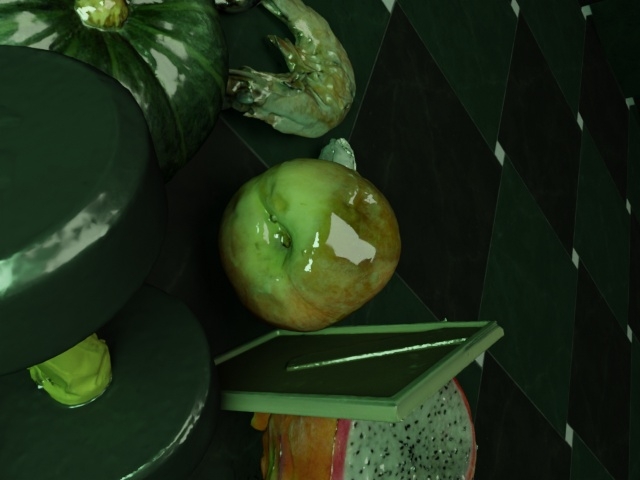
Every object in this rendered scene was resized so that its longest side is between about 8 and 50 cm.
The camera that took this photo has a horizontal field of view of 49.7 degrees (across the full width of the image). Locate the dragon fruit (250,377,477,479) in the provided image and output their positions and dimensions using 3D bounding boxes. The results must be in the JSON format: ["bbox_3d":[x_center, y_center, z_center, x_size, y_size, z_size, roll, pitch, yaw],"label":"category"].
[{"bbox_3d":[0.042,0.264,0.865,0.291,0.189,0.290,9,77,-43],"label":"dragon fruit"}]

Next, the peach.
[{"bbox_3d":[0.000,0.000,0.845,0.236,0.214,0.214,-10,89,-61],"label":"peach"}]

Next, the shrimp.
[{"bbox_3d":[-0.061,-0.253,0.943,0.360,0.085,0.246,-26,93,-55],"label":"shrimp"}]

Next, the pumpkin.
[{"bbox_3d":[-0.228,-0.171,0.598,0.300,0.207,0.299,5,83,-38],"label":"pumpkin"}]

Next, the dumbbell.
[{"bbox_3d":[-0.188,0.052,0.478,0.322,0.204,0.203,89,18,-52],"label":"dumbbell"}]

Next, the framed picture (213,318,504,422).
[{"bbox_3d":[0.003,0.127,0.725,0.232,0.315,0.024,-19,99,-52],"label":"framed picture"}]

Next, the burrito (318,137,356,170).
[{"bbox_3d":[0.020,-0.055,1.007,0.064,0.064,0.203,23,64,-48],"label":"burrito"}]
